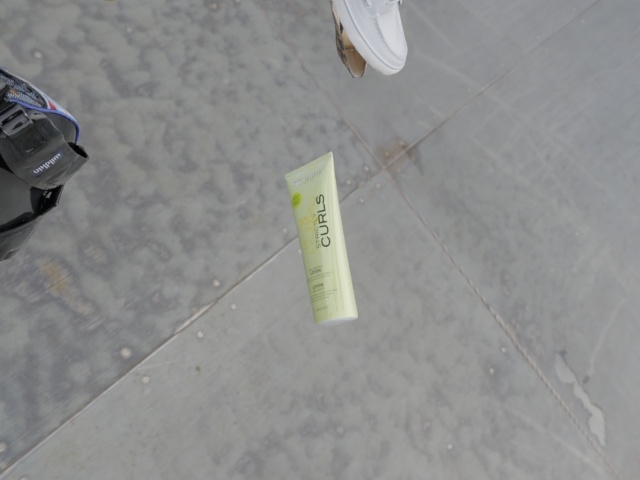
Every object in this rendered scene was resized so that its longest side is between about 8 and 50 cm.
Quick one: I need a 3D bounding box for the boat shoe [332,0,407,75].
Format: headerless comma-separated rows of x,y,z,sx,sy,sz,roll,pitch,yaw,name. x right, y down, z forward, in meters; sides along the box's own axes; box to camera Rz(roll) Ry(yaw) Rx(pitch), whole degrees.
0.052,-0.259,0.627,0.066,0.063,0.184,-43,115,-43,boat shoe

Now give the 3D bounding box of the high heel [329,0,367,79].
0.061,-0.363,1.022,0.261,0.093,0.186,-92,172,-77,high heel

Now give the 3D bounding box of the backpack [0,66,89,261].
-0.387,-0.077,0.652,0.213,0.277,0.263,40,6,4,backpack

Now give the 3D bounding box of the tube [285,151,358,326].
0.000,0.000,0.881,0.069,0.062,0.240,-8,74,-5,tube
